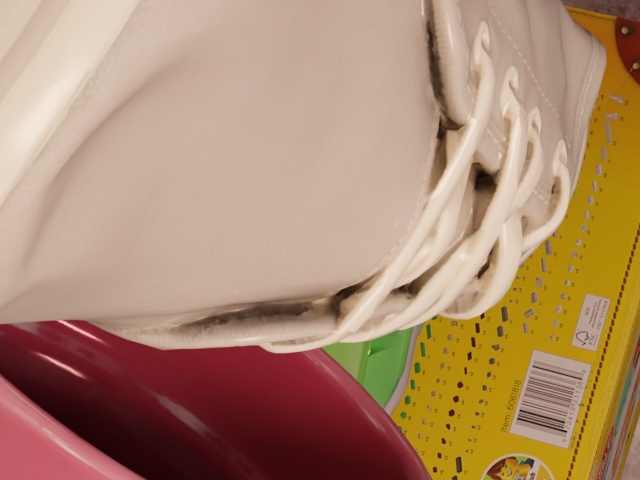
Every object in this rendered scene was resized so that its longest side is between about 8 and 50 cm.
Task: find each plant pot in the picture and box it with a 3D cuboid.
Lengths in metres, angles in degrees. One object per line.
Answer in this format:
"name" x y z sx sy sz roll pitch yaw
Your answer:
"plant pot" -0.091 0.102 0.567 0.180 0.201 0.201 -57 174 13

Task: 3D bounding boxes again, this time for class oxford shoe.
"oxford shoe" 0.008 -0.034 0.554 0.169 0.130 0.449 -51 171 10

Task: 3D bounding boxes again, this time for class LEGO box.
"LEGO box" 0.115 0.128 1.338 0.372 0.193 0.500 68 39 -68

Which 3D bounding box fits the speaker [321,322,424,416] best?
"speaker" 0.000 0.000 1.027 0.296 0.131 0.131 98 15 -52
